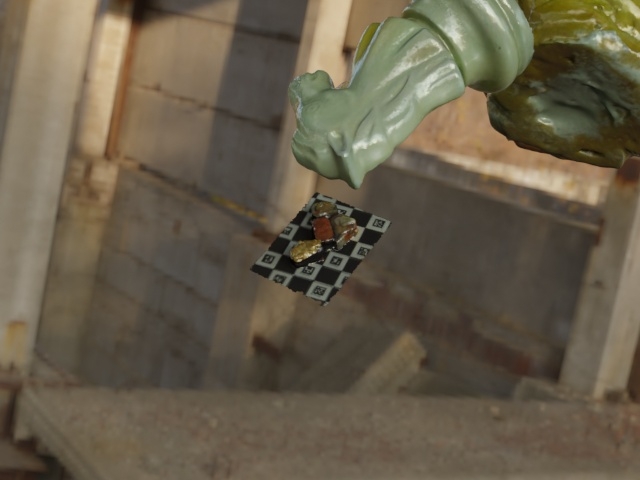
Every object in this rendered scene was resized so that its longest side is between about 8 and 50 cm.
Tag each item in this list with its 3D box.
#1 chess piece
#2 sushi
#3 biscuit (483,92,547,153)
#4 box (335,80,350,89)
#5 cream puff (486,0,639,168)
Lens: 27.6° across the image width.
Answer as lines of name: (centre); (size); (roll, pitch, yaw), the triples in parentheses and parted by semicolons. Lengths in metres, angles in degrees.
chess piece: (0.081, -0.180, 1.465); (0.298, 0.176, 0.176); (-38, 29, -16)
sushi: (0.000, 0.000, 1.929); (0.139, 0.031, 0.201); (22, 51, 21)
biscuit: (0.493, -0.326, 2.534); (0.359, 0.359, 0.046); (13, -6, 14)
box: (0.014, -0.197, 1.794); (0.012, 0.046, 0.083); (51, -11, -6)
cream puff: (0.420, -0.298, 2.037); (0.378, 0.275, 0.378); (21, -31, 13)
